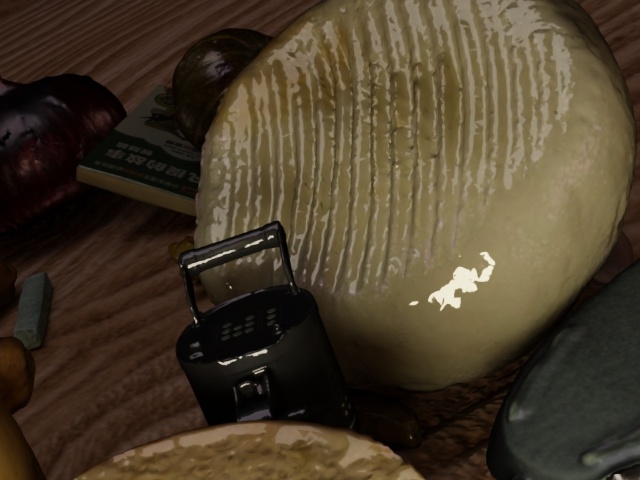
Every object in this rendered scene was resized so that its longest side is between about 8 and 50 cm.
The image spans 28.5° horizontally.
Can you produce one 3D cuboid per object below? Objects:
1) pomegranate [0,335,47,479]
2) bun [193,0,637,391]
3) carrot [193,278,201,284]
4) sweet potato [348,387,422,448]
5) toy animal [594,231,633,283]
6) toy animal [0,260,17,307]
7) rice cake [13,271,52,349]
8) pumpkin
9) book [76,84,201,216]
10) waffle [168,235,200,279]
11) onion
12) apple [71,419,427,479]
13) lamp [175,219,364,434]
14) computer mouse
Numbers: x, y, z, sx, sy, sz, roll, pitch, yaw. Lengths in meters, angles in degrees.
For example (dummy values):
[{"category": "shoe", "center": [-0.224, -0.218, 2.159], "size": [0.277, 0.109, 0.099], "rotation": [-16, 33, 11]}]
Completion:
[{"category": "pomegranate", "center": [-0.318, 0.194, 0.770], "size": [0.410, 0.410, 0.410], "rotation": [-18, 23, 8]}, {"category": "bun", "center": [0.084, -0.043, 1.013], "size": [0.365, 0.219, 0.365], "rotation": [-12, 62, 23]}, {"category": "carrot", "center": [-0.106, -0.014, 1.460], "size": [0.047, 0.047, 0.191], "rotation": [-7, 29, 32]}, {"category": "sweet potato", "center": [-0.048, 0.116, 1.081], "size": [0.108, 0.079, 0.346], "rotation": [-20, 23, -27]}, {"category": "toy animal", "center": [0.216, -0.037, 1.143], "size": [0.124, 0.124, 0.212], "rotation": [-31, 31, -21]}, {"category": "toy animal", "center": [-0.442, 0.095, 1.489], "size": [0.224, 0.066, 0.229], "rotation": [-37, 32, -31]}, {"category": "rice cake", "center": [-0.336, 0.082, 1.470], "size": [0.033, 0.029, 0.171], "rotation": [-16, 24, -1]}, {"category": "pumpkin", "center": [-0.091, -0.162, 1.583], "size": [0.162, 0.219, 0.219], "rotation": [-50, 5, 34]}, {"category": "book", "center": [-0.172, -0.119, 1.652], "size": [0.202, 0.027, 0.264], "rotation": [17, 34, 9]}, {"category": "waffle", "center": [0.000, 0.000, 1.308], "size": [0.259, 0.069, 0.293], "rotation": [-26, 23, -19]}, {"category": "onion", "center": [-0.410, -0.132, 1.739], "size": [0.314, 0.232, 0.314], "rotation": [-18, 22, 7]}, {"category": "apple", "center": [-0.046, 0.251, 0.654], "size": [0.251, 0.163, 0.293], "rotation": [-2, 34, 17]}, {"category": "lamp", "center": [-0.023, 0.126, 0.842], "size": [0.147, 0.227, 0.172], "rotation": [-18, 24, 8]}, {"category": "computer mouse", "center": [0.275, 0.077, 0.836], "size": [0.374, 0.114, 0.203], "rotation": [-37, 29, -14]}]
